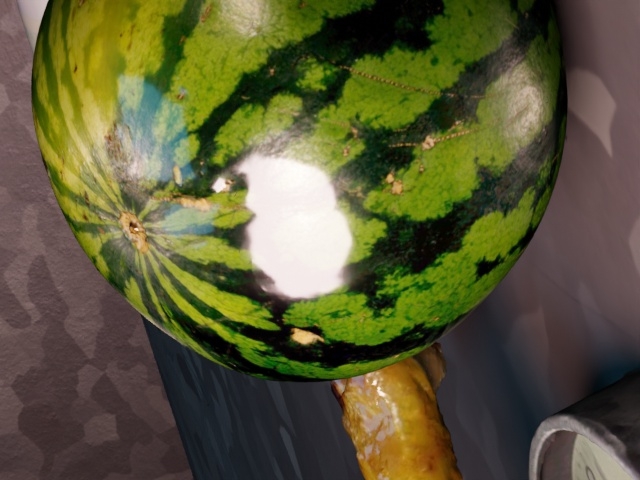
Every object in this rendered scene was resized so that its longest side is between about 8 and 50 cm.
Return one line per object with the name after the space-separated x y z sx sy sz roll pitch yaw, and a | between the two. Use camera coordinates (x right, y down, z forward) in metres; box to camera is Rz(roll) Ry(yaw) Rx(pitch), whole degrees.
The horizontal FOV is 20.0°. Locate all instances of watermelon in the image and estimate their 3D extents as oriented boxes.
-0.010 -0.076 0.954 0.285 0.285 0.285 160 90 -78 | watermelon

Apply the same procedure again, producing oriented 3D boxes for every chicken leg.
0.080 0.215 1.052 0.211 0.140 0.361 84 160 -78 | chicken leg

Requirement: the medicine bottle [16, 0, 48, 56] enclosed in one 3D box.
-0.132 -0.179 1.489 0.213 0.214 0.378 -131 24 -60 | medicine bottle

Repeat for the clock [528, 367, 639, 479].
0.209 0.226 0.989 0.319 0.066 0.319 160 90 -79 | clock
